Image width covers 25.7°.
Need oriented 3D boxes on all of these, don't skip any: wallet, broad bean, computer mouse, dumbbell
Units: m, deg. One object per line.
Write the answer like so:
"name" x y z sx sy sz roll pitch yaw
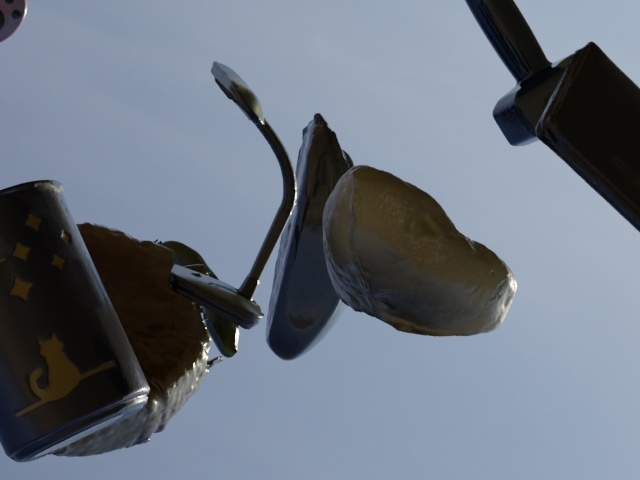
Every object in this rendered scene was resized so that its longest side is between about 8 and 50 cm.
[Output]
"wallet" 0.347 -0.090 1.520 0.250 0.044 0.149 41 -120 -15
"broad bean" -0.166 0.066 1.908 0.227 0.069 0.039 48 -166 33
"computer mouse" 0.003 0.000 2.051 0.114 0.374 0.203 9 -160 -6
"dumbbell" 0.245 -0.291 1.880 0.144 0.160 0.325 -34 -86 -16

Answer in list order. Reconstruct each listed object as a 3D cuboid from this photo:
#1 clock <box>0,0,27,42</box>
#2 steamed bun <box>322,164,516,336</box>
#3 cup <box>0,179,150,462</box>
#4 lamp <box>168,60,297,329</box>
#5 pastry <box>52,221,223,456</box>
"clock" -0.357 -0.348 1.410 0.227 0.248 0.090 31 -173 -25
"steamed bun" 0.091 0.035 1.445 0.212 0.231 0.110 24 -110 11
"cup" -0.336 0.106 1.476 0.256 0.255 0.178 65 -168 6
"lamp" -0.086 -0.043 1.525 0.124 0.283 0.203 11 -173 -4
"pastry" -0.290 0.113 1.689 0.329 0.136 0.329 12 -133 -13
